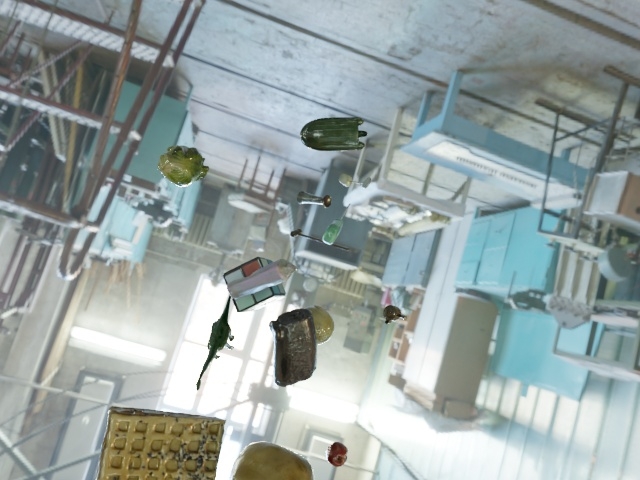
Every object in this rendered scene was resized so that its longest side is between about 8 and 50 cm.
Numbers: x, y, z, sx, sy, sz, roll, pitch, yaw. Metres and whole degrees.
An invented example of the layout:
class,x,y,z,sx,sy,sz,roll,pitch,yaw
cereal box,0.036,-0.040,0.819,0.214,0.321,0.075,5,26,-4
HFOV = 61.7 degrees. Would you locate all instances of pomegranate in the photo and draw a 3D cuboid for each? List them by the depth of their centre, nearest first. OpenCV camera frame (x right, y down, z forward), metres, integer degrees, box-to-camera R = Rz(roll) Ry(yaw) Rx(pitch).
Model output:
class,x,y,z,sx,sy,sz,roll,pitch,yaw
pomegranate,-0.169,0.887,1.932,0.333,0.332,0.332,16,173,2

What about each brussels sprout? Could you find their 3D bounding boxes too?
class,x,y,z,sx,sy,sz,roll,pitch,yaw
brussels sprout,-0.454,-0.247,1.776,0.100,0.139,0.181,5,-175,18

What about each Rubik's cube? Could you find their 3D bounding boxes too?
class,x,y,z,sx,sy,sz,roll,pitch,yaw
Rubik's cube,-0.270,0.184,2.214,0.180,0.183,0.167,-24,170,11

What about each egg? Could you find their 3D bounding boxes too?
class,x,y,z,sx,sy,sz,roll,pitch,yaw
egg,-0.027,0.355,2.242,0.164,0.164,0.201,11,162,34

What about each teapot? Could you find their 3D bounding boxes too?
class,x,y,z,sx,sy,sz,roll,pitch,yaw
teapot,0.320,0.322,2.266,0.110,0.085,0.080,15,179,42

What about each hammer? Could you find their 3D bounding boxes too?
class,x,y,z,sx,sy,sz,roll,pitch,yaw
hammer,0.000,0.000,2.260,0.292,0.029,0.058,17,-154,32

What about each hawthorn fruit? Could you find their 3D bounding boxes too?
class,x,y,z,sx,sy,sz,roll,pitch,yaw
hawthorn fruit,0.064,0.793,1.976,0.093,0.093,0.093,16,173,2

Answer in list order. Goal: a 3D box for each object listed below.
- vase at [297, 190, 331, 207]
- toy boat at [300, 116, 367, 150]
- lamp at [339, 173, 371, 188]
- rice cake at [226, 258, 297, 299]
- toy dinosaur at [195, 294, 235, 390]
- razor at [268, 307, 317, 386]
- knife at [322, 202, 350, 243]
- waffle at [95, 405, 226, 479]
class,x,y,z,sx,sy,sz,roll,pitch,yaw
vase,-0.027,-0.180,2.356,0.167,0.059,0.059,14,173,45
toy boat,0.042,-0.328,1.655,0.210,0.104,0.052,-4,-176,-5
lamp,0.141,-0.242,2.168,0.056,0.050,0.198,33,174,-23
rice cake,-0.226,0.144,1.920,0.070,0.064,0.399,49,141,-14
toy dinosaur,-0.408,0.363,2.069,0.087,0.447,0.301,0,159,9
razor,-0.103,0.424,2.092,0.189,0.327,0.107,-16,-145,-22
knife,0.052,-0.047,1.528,0.035,0.063,0.260,26,-157,4
waffle,-0.507,0.683,1.714,0.376,0.261,0.114,13,161,-18
